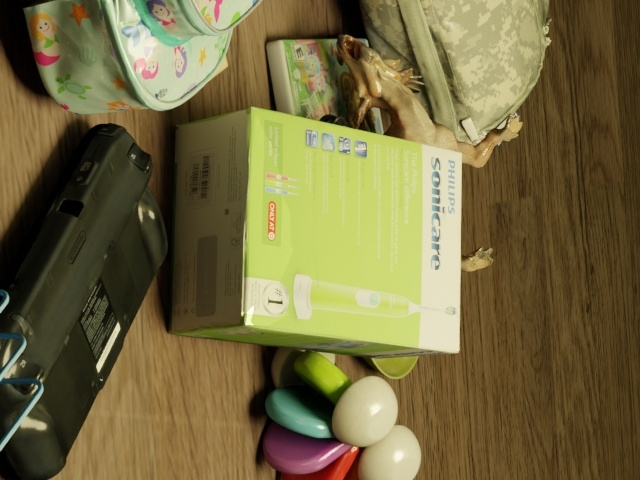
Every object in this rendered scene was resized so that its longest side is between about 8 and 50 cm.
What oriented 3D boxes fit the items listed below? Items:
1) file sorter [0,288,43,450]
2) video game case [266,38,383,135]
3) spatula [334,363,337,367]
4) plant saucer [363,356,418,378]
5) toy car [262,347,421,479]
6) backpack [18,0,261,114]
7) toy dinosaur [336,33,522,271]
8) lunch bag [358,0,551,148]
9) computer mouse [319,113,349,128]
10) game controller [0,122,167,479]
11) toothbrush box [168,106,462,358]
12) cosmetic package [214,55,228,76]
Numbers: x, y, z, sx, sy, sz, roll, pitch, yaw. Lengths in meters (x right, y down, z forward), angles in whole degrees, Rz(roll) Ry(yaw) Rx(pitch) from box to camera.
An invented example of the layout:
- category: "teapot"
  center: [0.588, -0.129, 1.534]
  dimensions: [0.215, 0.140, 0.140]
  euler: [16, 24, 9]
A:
- category: "file sorter"
  center: [-0.281, 0.065, 1.355]
  dimensions: [0.118, 0.104, 0.170]
  euler: [-59, 139, -53]
- category: "video game case"
  center: [0.016, -0.115, 2.102]
  dimensions: [0.193, 0.023, 0.212]
  euler: [-11, 91, -59]
- category: "spatula"
  center: [0.011, 0.117, 2.107]
  dimensions: [0.084, 0.030, 0.296]
  euler: [-56, 137, -57]
- category: "plant saucer"
  center: [0.070, 0.042, 2.242]
  dimensions: [0.241, 0.037, 0.241]
  euler: [-3, 90, -67]
- category: "toy car"
  center: [0.004, 0.196, 1.977]
  dimensions: [0.136, 0.159, 0.182]
  euler: [-40, 135, -15]
- category: "backpack"
  center: [-0.156, -0.234, 1.595]
  dimensions: [0.225, 0.191, 0.254]
  euler: [-49, 136, -59]
- category: "toy dinosaur"
  center: [0.092, -0.071, 2.085]
  dimensions: [0.127, 0.200, 0.296]
  euler: [-13, 119, -41]
- category: "lunch bag"
  center: [0.138, -0.279, 2.203]
  dimensions: [0.256, 0.212, 0.305]
  euler: [-73, 151, -47]
- category: "computer mouse"
  center: [-0.015, -0.031, 1.977]
  dimensions: [0.193, 0.042, 0.106]
  euler: [-57, 144, -32]
- category: "game controller"
  center: [-0.206, 0.050, 1.604]
  dimensions: [0.319, 0.067, 0.166]
  euler: [-67, 160, -44]
- category: "toothbrush box"
  center: [0.000, 0.000, 1.862]
  dimensions: [0.283, 0.122, 0.206]
  euler: [8, 78, -40]
- category: "cosmetic package"
  center: [-0.137, -0.159, 1.768]
  dimensions: [0.115, 0.060, 0.041]
  euler: [-49, 131, -60]
